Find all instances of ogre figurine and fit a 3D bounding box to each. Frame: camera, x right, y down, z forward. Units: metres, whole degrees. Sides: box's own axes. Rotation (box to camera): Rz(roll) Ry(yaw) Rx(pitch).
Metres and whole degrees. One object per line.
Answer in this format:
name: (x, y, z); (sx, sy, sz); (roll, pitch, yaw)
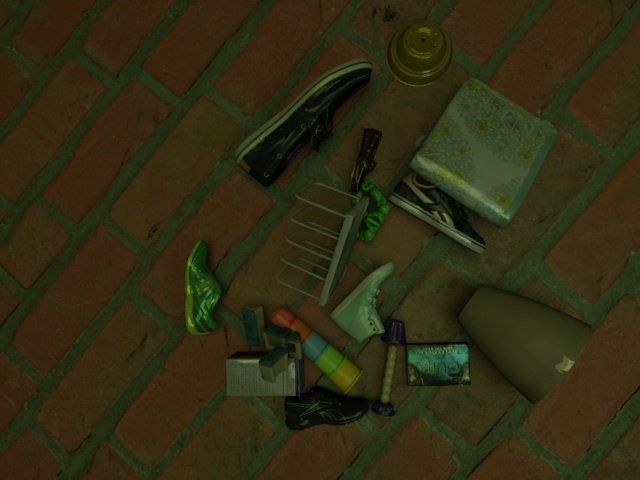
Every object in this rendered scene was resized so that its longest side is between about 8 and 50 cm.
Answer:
ogre figurine: (0.136, -0.073, 1.244); (0.118, 0.097, 0.197); (33, 84, 15)

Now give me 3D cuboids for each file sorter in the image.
file sorter: (0.000, 0.000, 1.160); (0.172, 0.193, 0.278); (22, 116, 12)

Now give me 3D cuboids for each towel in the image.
towel: (0.473, -0.262, 1.179); (0.320, 0.090, 0.375); (33, 72, 5)

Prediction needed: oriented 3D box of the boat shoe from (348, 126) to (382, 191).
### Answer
boat shoe: (0.139, -0.248, 1.264); (0.072, 0.073, 0.207); (14, 88, 8)

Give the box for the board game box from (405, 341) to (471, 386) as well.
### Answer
board game box: (0.352, 0.373, 1.230); (0.185, 0.026, 0.126); (-3, 86, 6)

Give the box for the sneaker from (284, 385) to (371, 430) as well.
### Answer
sneaker: (0.017, 0.494, 1.221); (0.266, 0.101, 0.106); (-11, 83, 5)

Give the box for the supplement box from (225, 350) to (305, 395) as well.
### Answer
supplement box: (-0.165, 0.401, 1.239); (0.219, 0.111, 0.114); (-3, 86, 5)

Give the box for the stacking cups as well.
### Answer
stacking cups: (-0.023, 0.329, 1.241); (0.316, 0.096, 0.096); (37, 91, 9)

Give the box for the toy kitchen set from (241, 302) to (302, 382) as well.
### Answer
toy kitchen set: (-0.171, 0.286, 1.166); (0.206, 0.166, 0.122); (7, 112, 32)

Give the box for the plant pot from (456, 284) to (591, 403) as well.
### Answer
plant pot: (0.530, 0.254, 1.129); (0.274, 0.256, 0.257); (35, 91, 23)

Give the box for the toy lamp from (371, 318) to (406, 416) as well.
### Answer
toy lamp: (0.206, 0.375, 1.219); (0.080, 0.080, 0.275); (8, 87, 6)

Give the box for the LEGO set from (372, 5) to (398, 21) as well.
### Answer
LEGO set: (0.209, -0.728, 1.314); (0.083, 0.023, 0.054); (31, 88, 20)

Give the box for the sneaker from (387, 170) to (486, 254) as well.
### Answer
sneaker: (0.365, -0.088, 1.206); (0.321, 0.126, 0.128); (34, 96, 8)

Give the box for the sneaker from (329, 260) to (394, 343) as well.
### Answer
sneaker: (0.165, 0.190, 1.225); (0.151, 0.094, 0.256); (44, 102, 12)

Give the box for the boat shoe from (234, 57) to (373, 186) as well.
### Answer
boat shoe: (-0.033, -0.349, 1.240); (0.500, 0.187, 0.156); (-38, 89, 8)

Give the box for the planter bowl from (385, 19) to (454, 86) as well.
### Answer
planter bowl: (0.311, -0.598, 1.259); (0.216, 0.090, 0.218); (0, 87, 6)

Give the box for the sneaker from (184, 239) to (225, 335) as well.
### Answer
sneaker: (-0.365, 0.147, 1.291); (0.123, 0.109, 0.296); (-1, 85, -16)
